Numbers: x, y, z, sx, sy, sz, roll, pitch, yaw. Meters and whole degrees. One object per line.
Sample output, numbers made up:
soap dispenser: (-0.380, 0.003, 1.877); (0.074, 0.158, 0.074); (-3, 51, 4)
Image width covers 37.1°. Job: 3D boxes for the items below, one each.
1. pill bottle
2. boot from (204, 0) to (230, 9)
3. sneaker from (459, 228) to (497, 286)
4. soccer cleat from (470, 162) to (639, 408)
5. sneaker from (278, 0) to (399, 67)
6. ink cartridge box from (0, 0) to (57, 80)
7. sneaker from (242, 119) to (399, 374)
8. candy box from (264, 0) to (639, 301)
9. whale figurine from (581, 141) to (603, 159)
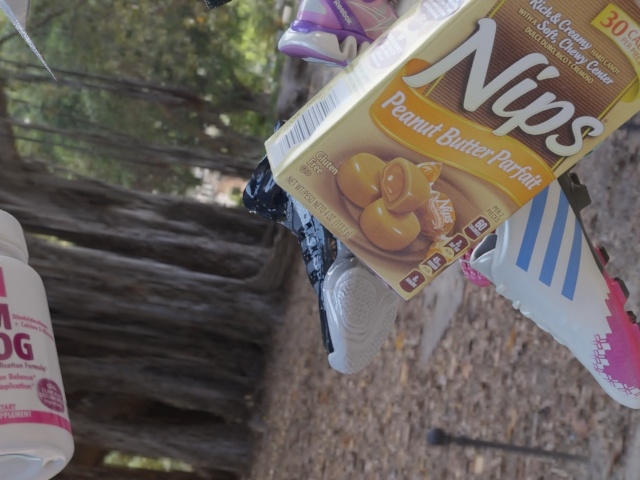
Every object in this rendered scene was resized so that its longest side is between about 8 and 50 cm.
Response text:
pill bottle: (-0.364, 0.115, 1.012); (0.160, 0.160, 0.283); (109, 146, -56)
boot: (-0.130, -0.473, 1.418); (0.083, 0.161, 0.246); (-2, 41, 50)
sneaker: (0.355, -0.028, 1.844); (0.299, 0.120, 0.112); (-64, -37, -35)
soccer cleat: (0.250, 0.043, 1.039); (0.331, 0.143, 0.116); (65, -167, -8)
sneaker: (0.057, -0.234, 1.046); (0.095, 0.236, 0.105); (14, 97, 38)
ink cartridge box: (-0.359, -0.314, 1.050); (0.189, 0.066, 0.232); (48, 173, 36)
sneaker: (0.000, 0.000, 1.012); (0.101, 0.153, 0.269); (-11, -75, -49)
candy box: (0.128, -0.115, 0.827); (0.316, 0.183, 0.087); (-41, 29, 14)
whale figurine: (0.398, -0.203, 1.531); (0.141, 0.216, 0.272); (58, -177, 7)
